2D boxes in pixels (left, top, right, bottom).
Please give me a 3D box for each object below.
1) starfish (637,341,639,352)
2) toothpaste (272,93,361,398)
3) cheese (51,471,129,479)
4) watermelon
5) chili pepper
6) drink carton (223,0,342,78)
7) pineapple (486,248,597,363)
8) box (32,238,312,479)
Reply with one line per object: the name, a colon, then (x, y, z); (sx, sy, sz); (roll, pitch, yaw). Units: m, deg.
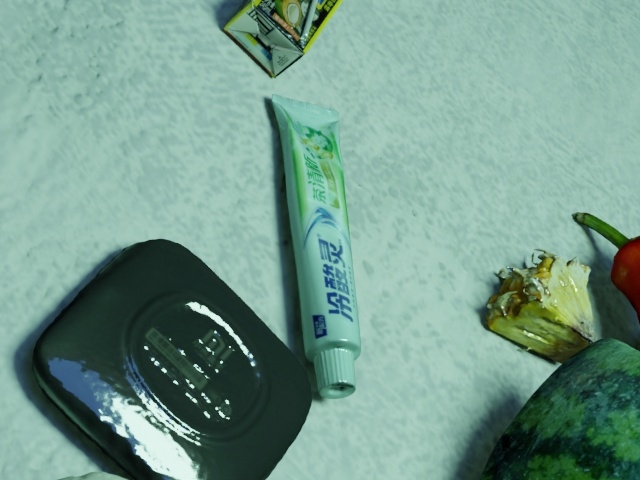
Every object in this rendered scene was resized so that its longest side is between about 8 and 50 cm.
starfish: (0.335, 0.180, 1.739); (0.213, 0.057, 0.238); (11, 57, -29)
toothpaste: (0.000, 0.000, 1.578); (0.074, 0.048, 0.297); (14, 53, -30)
cheese: (-0.122, 0.257, 1.236); (0.198, 0.189, 0.154); (29, 82, -23)
watermelon: (0.299, 0.220, 1.504); (0.292, 0.283, 0.250); (6, 93, -44)
chili pepper: (0.317, 0.103, 1.704); (0.137, 0.092, 0.368); (1, 47, 3)
drink carton: (-0.020, -0.232, 1.687); (0.071, 0.056, 0.166); (44, 45, -14)
pineapple: (0.224, 0.063, 1.707); (0.137, 0.069, 0.116); (-26, 83, -47)
box: (-0.110, 0.110, 1.420); (0.212, 0.042, 0.201); (47, 43, -9)
